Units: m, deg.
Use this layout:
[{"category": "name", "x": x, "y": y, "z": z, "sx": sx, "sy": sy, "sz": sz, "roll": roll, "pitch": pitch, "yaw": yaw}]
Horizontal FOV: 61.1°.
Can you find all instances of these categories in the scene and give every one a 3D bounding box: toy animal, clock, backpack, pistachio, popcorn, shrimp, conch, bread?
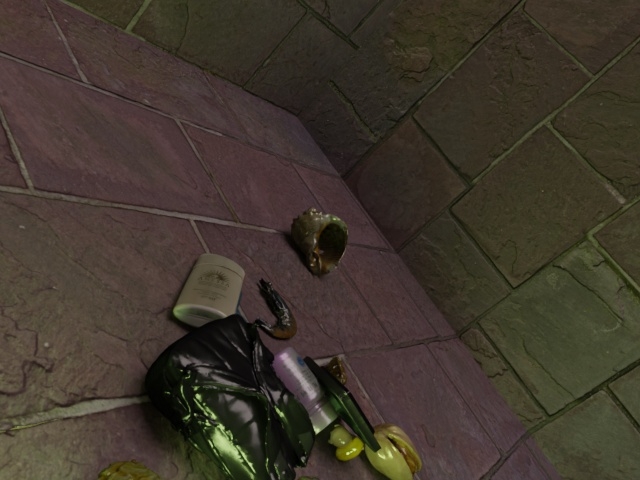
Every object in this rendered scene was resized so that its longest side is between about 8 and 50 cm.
[{"category": "toy animal", "x": 0.078, "y": 0.640, "z": 1.706, "sx": 0.114, "sy": 0.091, "sz": 0.082, "roll": 31, "pitch": -4, "yaw": 14}, {"category": "clock", "x": 0.069, "y": 0.502, "z": 1.690, "sx": 0.273, "sy": 0.049, "sz": 0.279, "roll": 26, "pitch": -31, "yaw": 60}, {"category": "backpack", "x": -0.202, "y": 0.406, "z": 1.354, "sx": 0.445, "sy": 0.255, "sz": 0.363, "roll": 51, "pitch": 28, "yaw": 3}, {"category": "pistachio", "x": 0.242, "y": 0.712, "z": 1.798, "sx": 0.229, "sy": 0.157, "sz": 0.157, "roll": 49, "pitch": 20, "yaw": -10}, {"category": "popcorn", "x": -0.354, "y": 0.506, "z": 0.994, "sx": 0.185, "sy": 0.187, "sz": 0.167, "roll": 51, "pitch": 55, "yaw": -12}, {"category": "shrimp", "x": -0.186, "y": 0.239, "z": 1.944, "sx": 0.198, "sy": 0.051, "sz": 0.262, "roll": 6, "pitch": 48, "yaw": -59}, {"category": "conch", "x": 0.000, "y": -0.002, "z": 2.510, "sx": 0.186, "sy": 0.263, "sz": 0.324, "roll": 50, "pitch": 34, "yaw": -89}, {"category": "bread", "x": 0.058, "y": 0.480, "z": 1.964, "sx": 0.066, "sy": 0.060, "sz": 0.110, "roll": 14, "pitch": 39, "yaw": -32}]

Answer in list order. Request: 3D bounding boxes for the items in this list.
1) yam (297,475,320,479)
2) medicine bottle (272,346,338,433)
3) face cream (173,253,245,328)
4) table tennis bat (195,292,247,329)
[{"category": "yam", "x": 0.016, "y": 0.755, "z": 1.383, "sx": 0.071, "sy": 0.067, "sz": 0.317, "roll": 42, "pitch": 18, "yaw": -52}, {"category": "medicine bottle", "x": -0.071, "y": 0.459, "z": 1.627, "sx": 0.254, "sy": 0.152, "sz": 0.152, "roll": 50, "pitch": 21, "yaw": 13}, {"category": "face cream", "x": -0.338, "y": 0.152, "z": 1.709, "sx": 0.173, "sy": 0.081, "sz": 0.348, "roll": 15, "pitch": 24, "yaw": -6}, {"category": "table tennis bat", "x": -0.289, "y": 0.266, "z": 1.713, "sx": 0.215, "sy": 0.044, "sz": 0.329, "roll": 34, "pitch": 26, "yaw": -20}]
